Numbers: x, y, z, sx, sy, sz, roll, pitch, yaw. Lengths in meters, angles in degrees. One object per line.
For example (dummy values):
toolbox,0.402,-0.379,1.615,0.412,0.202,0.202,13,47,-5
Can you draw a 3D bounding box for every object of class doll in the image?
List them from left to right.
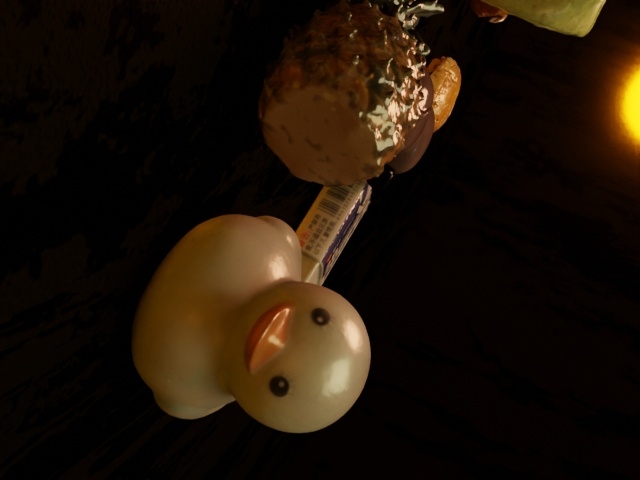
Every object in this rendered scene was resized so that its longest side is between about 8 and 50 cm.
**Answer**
doll,-0.051,0.090,0.680,0.221,0.221,0.251,-61,170,-12
doll,0.095,-0.171,0.988,0.182,0.117,0.257,-63,169,-2

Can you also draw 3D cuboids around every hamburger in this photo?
hamburger,0.220,-0.281,1.417,0.176,0.087,0.102,-62,171,6

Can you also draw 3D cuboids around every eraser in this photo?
eraser,0.000,0.000,1.093,0.210,0.067,0.124,-59,171,-21

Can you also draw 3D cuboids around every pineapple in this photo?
pineapple,0.049,-0.198,0.695,0.170,0.141,0.310,70,34,-42

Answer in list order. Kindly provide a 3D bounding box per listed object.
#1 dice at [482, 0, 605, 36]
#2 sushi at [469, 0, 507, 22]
dice,0.332,-0.461,1.062,0.252,0.249,0.255,-45,159,-61
sushi,0.363,-0.534,1.335,0.179,0.167,0.296,-30,146,-29
